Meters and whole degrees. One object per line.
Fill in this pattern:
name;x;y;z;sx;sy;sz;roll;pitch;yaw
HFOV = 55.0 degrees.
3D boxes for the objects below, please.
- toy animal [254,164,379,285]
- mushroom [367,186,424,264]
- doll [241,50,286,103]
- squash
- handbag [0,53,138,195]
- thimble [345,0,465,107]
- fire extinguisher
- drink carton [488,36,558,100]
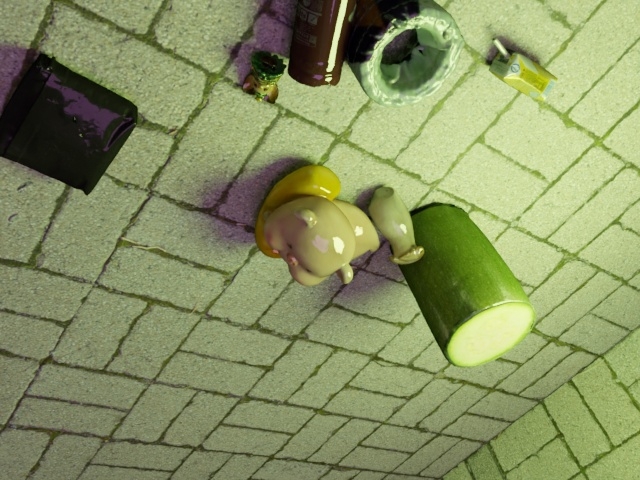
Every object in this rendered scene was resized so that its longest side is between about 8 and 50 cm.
toy animal;-0.016;0.013;1.516;0.277;0.247;0.345;-30;135;13
mushroom;0.192;-0.037;1.591;0.097;0.212;0.088;-21;180;-8
doll;-0.115;-0.345;1.289;0.078;0.077;0.113;22;157;-5
squash;0.369;0.106;1.647;0.263;0.384;0.263;-12;136;-12
handbag;-0.515;-0.221;1.239;0.223;0.080;0.247;25;120;-35
thimble;0.171;-0.398;1.259;0.237;0.150;0.237;-11;134;-11
fire extinguisher;0.020;-0.459;1.161;0.114;0.135;0.337;-14;136;-28
drink carton;0.449;-0.391;1.410;0.200;0.084;0.074;17;115;-30
